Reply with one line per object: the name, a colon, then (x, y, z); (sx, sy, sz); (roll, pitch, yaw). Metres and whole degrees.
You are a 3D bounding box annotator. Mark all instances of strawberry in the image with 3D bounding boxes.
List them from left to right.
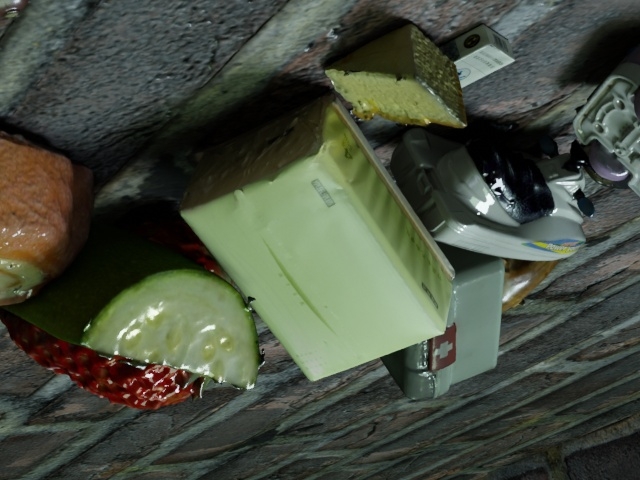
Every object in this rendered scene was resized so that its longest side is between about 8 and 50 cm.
strawberry: (-0.217, 0.073, 1.372); (0.244, 0.205, 0.205); (9, 161, 6)

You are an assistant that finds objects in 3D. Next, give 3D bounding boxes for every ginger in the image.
ginger: (0.197, 0.075, 1.749); (0.133, 0.107, 0.309); (12, 147, -23)

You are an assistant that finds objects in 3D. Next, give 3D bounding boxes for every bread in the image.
bread: (-0.326, -0.019, 1.115); (0.190, 0.123, 0.244); (-21, 158, 23)
bread: (0.057, -0.125, 1.122); (0.109, 0.080, 0.084); (-24, 135, 27)

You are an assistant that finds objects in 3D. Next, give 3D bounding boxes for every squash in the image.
squash: (-0.199, 0.044, 1.266); (0.203, 0.111, 0.289); (18, 179, -33)

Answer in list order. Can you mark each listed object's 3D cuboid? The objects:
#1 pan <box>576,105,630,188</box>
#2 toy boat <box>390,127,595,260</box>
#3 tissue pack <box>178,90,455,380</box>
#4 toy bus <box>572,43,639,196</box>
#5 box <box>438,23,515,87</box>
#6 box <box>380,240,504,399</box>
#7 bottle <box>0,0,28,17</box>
pan: (0.329, -0.094, 1.452); (0.202, 0.048, 0.128); (0, 157, -33)
toy boat: (0.199, -0.054, 1.365); (0.269, 0.140, 0.141); (-1, 157, -38)
tissue pack: (0.000, 0.000, 1.225); (0.159, 0.125, 0.234); (-22, 119, 24)
toy bus: (0.359, -0.100, 1.250); (0.142, 0.202, 0.142); (-41, 172, -22)
box: (0.126, -0.160, 1.175); (0.083, 0.024, 0.054); (-26, 159, 27)
box: (0.137, 0.077, 1.580); (0.129, 0.148, 0.210); (-18, 134, -16)
bottle: (-0.246, -0.163, 0.884); (0.101, 0.047, 0.063); (-15, 150, 0)
